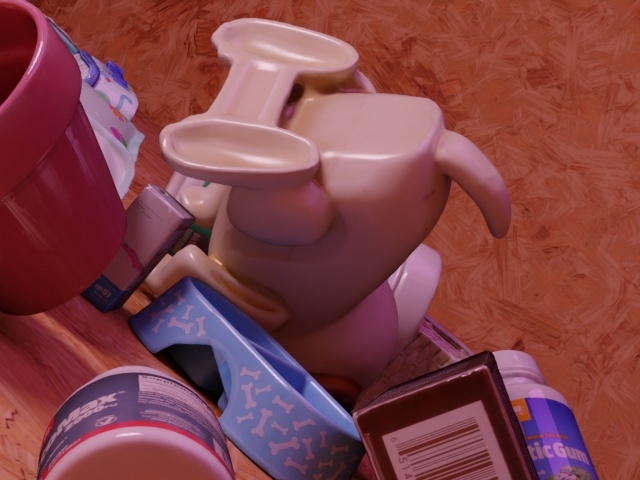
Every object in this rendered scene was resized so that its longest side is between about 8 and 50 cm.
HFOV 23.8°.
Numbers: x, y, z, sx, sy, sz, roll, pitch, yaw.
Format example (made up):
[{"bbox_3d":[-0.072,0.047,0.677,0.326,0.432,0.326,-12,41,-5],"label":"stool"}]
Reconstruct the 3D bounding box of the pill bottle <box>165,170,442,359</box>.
[{"bbox_3d":[-0.034,0.007,2.017,0.361,0.204,0.204,28,6,-12],"label":"pill bottle"}]

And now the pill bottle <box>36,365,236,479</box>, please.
[{"bbox_3d":[-0.102,0.131,0.837,0.108,0.108,0.180,39,2,-13],"label":"pill bottle"}]

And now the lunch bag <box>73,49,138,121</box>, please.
[{"bbox_3d":[-0.284,-0.125,1.698,0.090,0.176,0.219,39,4,-19],"label":"lunch bag"}]

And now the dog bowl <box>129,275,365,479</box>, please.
[{"bbox_3d":[-0.065,0.140,1.481,0.297,0.074,0.166,43,4,37],"label":"dog bowl"}]

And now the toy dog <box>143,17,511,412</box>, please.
[{"bbox_3d":[0.000,0.000,1.721,0.395,0.408,0.284,6,41,0],"label":"toy dog"}]

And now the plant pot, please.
[{"bbox_3d":[-0.243,-0.048,1.131,0.201,0.201,0.180,44,-11,51],"label":"plant pot"}]

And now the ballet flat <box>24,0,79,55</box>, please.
[{"bbox_3d":[-0.510,-0.315,2.240,0.409,0.147,0.147,38,3,-22],"label":"ballet flat"}]

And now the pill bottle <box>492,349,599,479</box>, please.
[{"bbox_3d":[0.247,0.268,1.826,0.152,0.152,0.272,37,27,-41],"label":"pill bottle"}]

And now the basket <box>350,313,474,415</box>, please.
[{"bbox_3d":[0.123,0.196,2.082,0.113,0.167,0.103,40,8,-3],"label":"basket"}]

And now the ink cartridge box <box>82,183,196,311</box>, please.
[{"bbox_3d":[-0.183,0.007,1.493,0.052,0.122,0.088,40,3,2],"label":"ink cartridge box"}]

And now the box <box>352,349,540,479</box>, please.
[{"bbox_3d":[0.141,0.223,1.523,0.381,0.143,0.191,16,54,-81],"label":"box"}]

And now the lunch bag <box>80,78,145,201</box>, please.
[{"bbox_3d":[-0.285,-0.087,1.372,0.223,0.160,0.262,42,14,-14],"label":"lunch bag"}]
